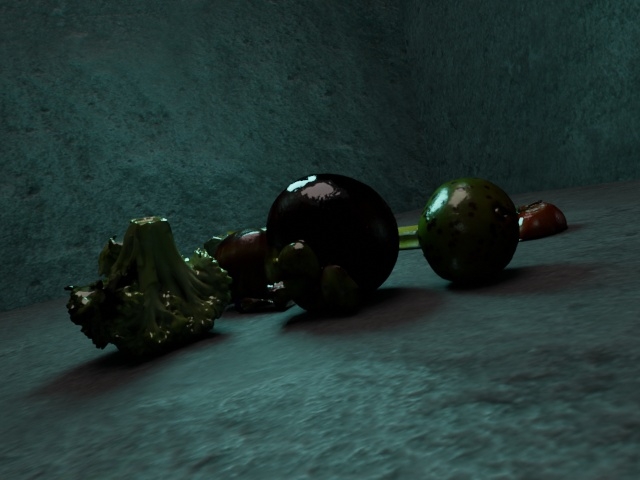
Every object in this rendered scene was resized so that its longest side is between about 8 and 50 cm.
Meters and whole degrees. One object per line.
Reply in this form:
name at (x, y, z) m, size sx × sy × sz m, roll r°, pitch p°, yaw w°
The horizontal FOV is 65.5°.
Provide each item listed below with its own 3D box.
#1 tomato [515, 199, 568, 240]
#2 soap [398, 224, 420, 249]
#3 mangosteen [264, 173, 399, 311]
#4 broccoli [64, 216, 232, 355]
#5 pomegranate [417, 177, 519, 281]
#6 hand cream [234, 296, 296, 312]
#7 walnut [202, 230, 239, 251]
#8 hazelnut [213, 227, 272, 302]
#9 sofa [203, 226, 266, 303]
tomato at (0.624, -0.063, 1.513) m, size 0.227 × 0.101 × 0.228 m, roll -15°, pitch 7°, yaw 2°
soap at (0.317, -0.012, 1.853) m, size 0.140 × 0.073 × 0.232 m, roll -14°, pitch 4°, yaw -37°
mangosteen at (0.022, 0.003, 1.134) m, size 0.329 × 0.331 × 0.330 m, roll -12°, pitch 5°, yaw 1°
broccoli at (-0.373, 0.092, 1.092) m, size 0.347 × 0.281 × 0.293 m, roll -3°, pitch 14°, yaw 0°
pomegranate at (0.315, 0.005, 1.108) m, size 0.230 × 0.231 × 0.286 m, roll -14°, pitch -36°, yaw -20°
hand cream at (-0.145, 0.160, 1.257) m, size 0.163 × 0.039 × 0.062 m, roll -7°, pitch -9°, yaw 30°
walnut at (-0.279, 0.064, 1.819) m, size 0.336 × 0.209 × 0.208 m, roll -7°, pitch 0°, yaw -39°
hazelnut at (-0.195, 0.076, 1.373) m, size 0.229 × 0.230 × 0.229 m, roll -12°, pitch 5°, yaw 1°
sofa at (-0.239, 0.072, 1.557) m, size 0.175 × 0.210 × 0.225 m, roll -10°, pitch 2°, yaw 9°
